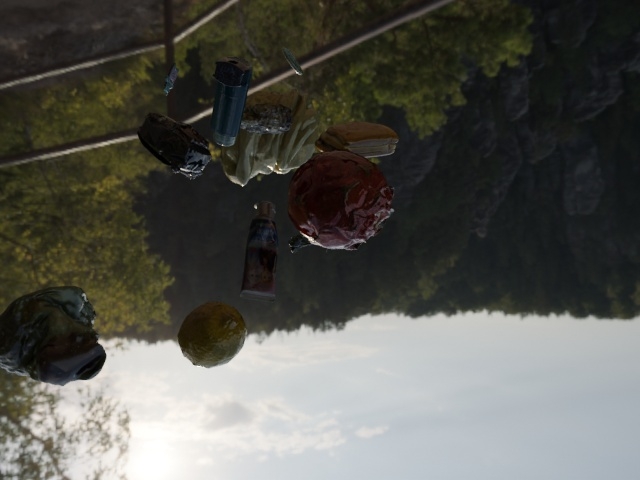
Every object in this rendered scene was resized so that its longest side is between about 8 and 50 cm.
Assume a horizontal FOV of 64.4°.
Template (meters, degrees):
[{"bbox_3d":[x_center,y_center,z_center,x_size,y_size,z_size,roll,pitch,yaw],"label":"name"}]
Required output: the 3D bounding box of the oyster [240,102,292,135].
[{"bbox_3d":[-0.168,-0.345,1.453,0.177,0.056,0.105,10,143,-20],"label":"oyster"}]

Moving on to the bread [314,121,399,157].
[{"bbox_3d":[0.091,-0.252,1.277,0.200,0.077,0.116,-11,-143,-32],"label":"bread"}]

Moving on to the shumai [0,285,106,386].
[{"bbox_3d":[-0.555,0.237,1.057,0.222,0.204,0.272,-22,159,-32],"label":"shumai"}]

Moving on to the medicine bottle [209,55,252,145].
[{"bbox_3d":[-0.234,-0.357,1.307,0.079,0.124,0.258,19,133,-4],"label":"medicine bottle"}]

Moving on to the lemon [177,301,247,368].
[{"bbox_3d":[-0.325,0.285,1.532,0.231,0.192,0.192,-41,156,31],"label":"lemon"}]

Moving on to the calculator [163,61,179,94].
[{"bbox_3d":[-0.672,-0.725,2.282,0.019,0.141,0.094,19,169,3],"label":"calculator"}]

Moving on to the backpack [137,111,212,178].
[{"bbox_3d":[-0.334,-0.226,1.162,0.106,0.165,0.120,-48,172,9],"label":"backpack"}]

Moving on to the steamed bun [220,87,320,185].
[{"bbox_3d":[-0.154,-0.339,1.714,0.372,0.230,0.325,-27,151,-33],"label":"steamed bun"}]

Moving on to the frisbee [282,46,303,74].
[{"bbox_3d":[-0.096,-0.617,1.750,0.014,0.110,0.110,-33,168,17],"label":"frisbee"}]

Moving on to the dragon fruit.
[{"bbox_3d":[0.042,-0.091,1.146,0.240,0.252,0.241,-12,141,-10],"label":"dragon fruit"}]

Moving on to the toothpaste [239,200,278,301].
[{"bbox_3d":[-0.155,0.027,1.341,0.096,0.266,0.061,12,157,-24],"label":"toothpaste"}]

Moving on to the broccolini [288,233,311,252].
[{"bbox_3d":[-0.002,-0.007,1.995,0.254,0.058,0.071,-11,160,-6],"label":"broccolini"}]
